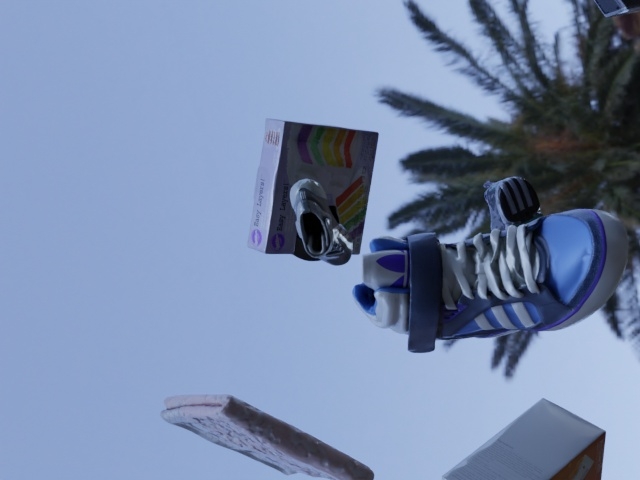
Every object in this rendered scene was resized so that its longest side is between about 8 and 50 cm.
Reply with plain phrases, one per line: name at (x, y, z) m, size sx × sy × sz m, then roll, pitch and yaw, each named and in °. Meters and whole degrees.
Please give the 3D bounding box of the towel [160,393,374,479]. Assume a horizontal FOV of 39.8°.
towel at (-0.109, 0.378, 1.667) m, size 0.332 × 0.317 × 0.053 m, roll 31°, pitch -114°, yaw -23°

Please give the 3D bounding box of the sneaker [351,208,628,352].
sneaker at (0.173, 0.043, 1.053) m, size 0.236 × 0.323 × 0.130 m, roll 8°, pitch -112°, yaw -23°

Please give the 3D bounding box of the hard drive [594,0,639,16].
hard drive at (0.418, -0.379, 1.127) m, size 0.255 × 0.054 × 0.172 m, roll -26°, pitch -101°, yaw -27°

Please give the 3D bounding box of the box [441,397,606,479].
box at (0.435, 0.532, 1.889) m, size 0.345 × 0.168 × 0.214 m, roll -27°, pitch -54°, yaw -33°

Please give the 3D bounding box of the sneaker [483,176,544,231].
sneaker at (0.313, 0.008, 1.358) m, size 0.083 × 0.098 × 0.223 m, roll -19°, pitch -82°, yaw -11°

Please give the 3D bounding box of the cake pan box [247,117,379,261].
cake pan box at (-0.013, -0.095, 1.714) m, size 0.246 × 0.070 × 0.266 m, roll 3°, pitch -79°, yaw -39°

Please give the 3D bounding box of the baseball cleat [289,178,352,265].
baseball cleat at (0.000, 0.000, 1.337) m, size 0.206 × 0.072 × 0.109 m, roll 57°, pitch -159°, yaw -48°
